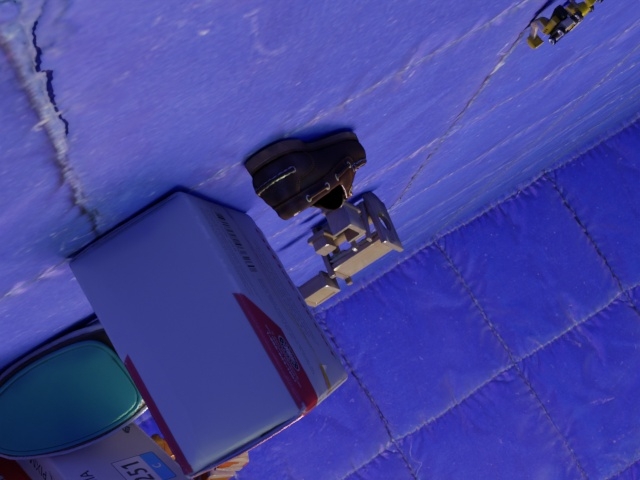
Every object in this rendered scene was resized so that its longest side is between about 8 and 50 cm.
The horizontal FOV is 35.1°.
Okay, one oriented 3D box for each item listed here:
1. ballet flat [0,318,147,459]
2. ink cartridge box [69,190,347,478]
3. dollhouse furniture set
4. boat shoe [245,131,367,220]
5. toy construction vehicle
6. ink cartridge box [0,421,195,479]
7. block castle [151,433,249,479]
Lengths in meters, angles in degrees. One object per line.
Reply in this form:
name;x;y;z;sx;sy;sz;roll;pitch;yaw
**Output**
ballet flat;-0.230;0.133;1.238;0.400;0.139;0.139;-33;174;0
ink cartridge box;-0.094;0.087;1.004;0.131;0.226;0.306;-32;173;4
dollhouse furniture set;0.000;0.000;1.548;0.182;0.101;0.161;-34;149;22
boat shoe;-0.004;-0.060;1.005;0.073;0.073;0.207;-36;173;28
toy construction vehicle;0.264;-0.244;1.064;0.086;0.035;0.098;-42;178;-12
ink cartridge box;-0.334;0.284;1.232;0.261;0.296;0.066;-10;119;-41
block castle;-0.324;0.378;2.038;0.302;0.213;0.453;-1;157;-19
